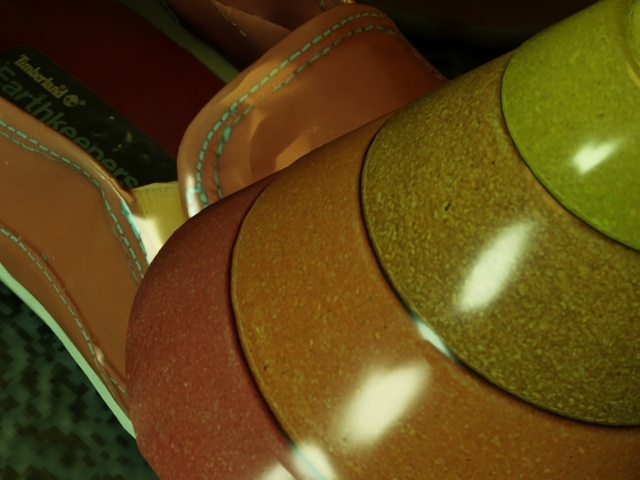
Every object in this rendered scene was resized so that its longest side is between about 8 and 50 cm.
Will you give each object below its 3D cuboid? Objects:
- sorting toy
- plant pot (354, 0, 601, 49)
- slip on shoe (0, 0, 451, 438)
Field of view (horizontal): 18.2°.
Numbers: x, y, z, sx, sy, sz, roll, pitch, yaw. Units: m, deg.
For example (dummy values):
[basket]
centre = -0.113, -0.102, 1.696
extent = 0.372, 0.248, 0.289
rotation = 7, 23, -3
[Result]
[sorting toy]
centre = 0.128, -0.037, 0.423
extent = 0.365, 0.126, 0.127
rotation = -23, 66, -40
[plant pot]
centre = 0.055, -0.165, 0.557
extent = 0.205, 0.205, 0.188
rotation = 10, 68, 7
[slip on shoe]
centre = 0.000, 0.000, 0.478
extent = 0.331, 0.101, 0.123
rotation = 38, 60, 24
